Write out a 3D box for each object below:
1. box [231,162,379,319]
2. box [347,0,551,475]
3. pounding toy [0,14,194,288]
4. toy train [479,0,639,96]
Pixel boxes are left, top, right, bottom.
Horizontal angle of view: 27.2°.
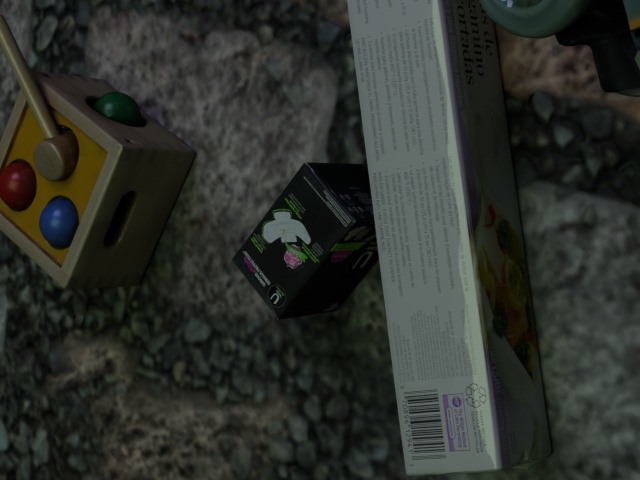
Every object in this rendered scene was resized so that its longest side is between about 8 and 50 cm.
[{"bbox_3d":[0.000,0.000,0.798,0.052,0.062,0.083,51,118,24],"label":"box"},{"bbox_3d":[0.069,-0.032,0.744,0.067,0.063,0.324,-11,84,36],"label":"box"},{"bbox_3d":[-0.174,-0.060,0.907,0.130,0.100,0.141,37,112,31],"label":"pounding toy"},{"bbox_3d":[0.142,-0.233,0.581,0.190,0.142,0.334,-8,99,54],"label":"toy train"}]
